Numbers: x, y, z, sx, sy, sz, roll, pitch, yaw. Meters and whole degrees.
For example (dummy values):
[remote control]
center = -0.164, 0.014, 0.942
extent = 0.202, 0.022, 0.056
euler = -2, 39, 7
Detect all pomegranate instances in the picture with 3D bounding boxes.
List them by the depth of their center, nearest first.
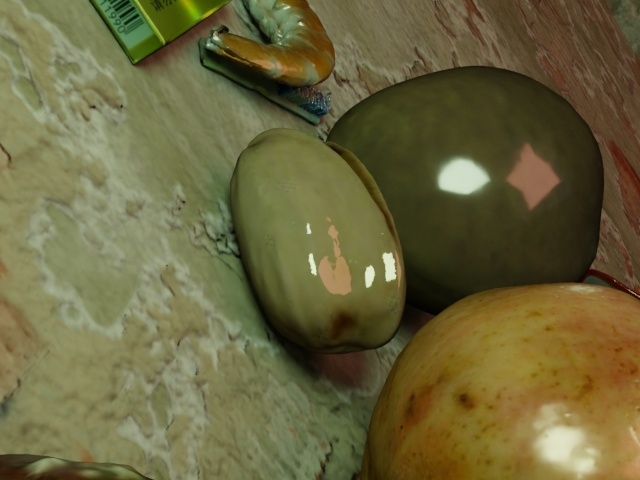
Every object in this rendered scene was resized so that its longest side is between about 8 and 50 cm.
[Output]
[pomegranate]
center = 0.196, 0.188, 0.860
extent = 0.338, 0.338, 0.338
euler = 38, 38, -38

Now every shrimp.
[shrimp]
center = -0.062, -0.203, 1.056
extent = 0.166, 0.049, 0.161
euler = -6, 54, -46

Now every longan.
[longan]
center = 0.139, -0.053, 1.087
extent = 0.300, 0.243, 0.300
euler = 27, 13, -7

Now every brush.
[brush]
center = -0.048, -0.153, 1.069
extent = 0.179, 0.030, 0.033
euler = 22, 60, -51

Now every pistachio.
[pistachio]
center = 0.000, 0.000, 0.924
extent = 0.129, 0.131, 0.206
euler = 24, 43, -60

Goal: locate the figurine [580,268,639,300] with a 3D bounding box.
[figurine]
center = 0.291, 0.166, 1.216
extent = 0.183, 0.160, 0.226
euler = 35, 35, 23

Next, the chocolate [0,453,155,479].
[chocolate]
center = -0.089, 0.252, 0.497
extent = 0.225, 0.210, 0.340
euler = -1, 68, -56

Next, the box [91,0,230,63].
[box]
center = -0.195, -0.312, 0.941
extent = 0.311, 0.043, 0.173
euler = 56, 31, -12
